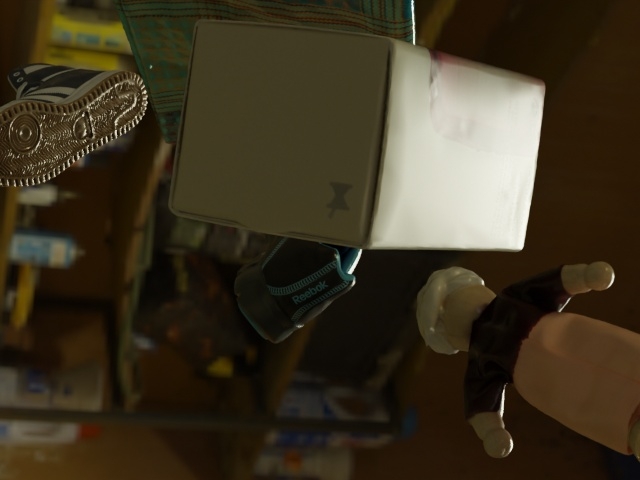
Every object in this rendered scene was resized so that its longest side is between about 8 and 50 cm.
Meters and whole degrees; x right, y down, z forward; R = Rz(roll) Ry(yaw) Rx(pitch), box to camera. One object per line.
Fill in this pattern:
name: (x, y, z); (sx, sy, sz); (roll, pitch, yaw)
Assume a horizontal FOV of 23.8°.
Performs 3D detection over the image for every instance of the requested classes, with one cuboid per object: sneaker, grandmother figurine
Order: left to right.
sneaker: (-0.354, -0.142, 1.821); (0.153, 0.282, 0.099); (11, -63, 35)
sneaker: (0.000, 0.000, 1.865); (0.139, 0.125, 0.341); (-29, -157, 21)
grandmother figurine: (0.209, 0.112, 1.447); (0.208, 0.104, 0.342); (-51, -141, -9)

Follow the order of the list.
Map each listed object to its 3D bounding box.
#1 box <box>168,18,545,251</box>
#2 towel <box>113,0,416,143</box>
box: (0.032, -0.064, 1.002); (0.148, 0.232, 0.127); (10, -86, 30)
towel: (-0.048, -0.179, 1.333); (0.370, 0.271, 0.040); (79, 23, -58)
